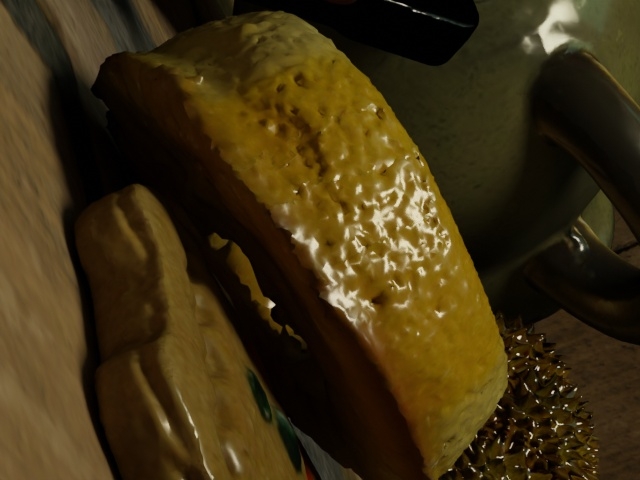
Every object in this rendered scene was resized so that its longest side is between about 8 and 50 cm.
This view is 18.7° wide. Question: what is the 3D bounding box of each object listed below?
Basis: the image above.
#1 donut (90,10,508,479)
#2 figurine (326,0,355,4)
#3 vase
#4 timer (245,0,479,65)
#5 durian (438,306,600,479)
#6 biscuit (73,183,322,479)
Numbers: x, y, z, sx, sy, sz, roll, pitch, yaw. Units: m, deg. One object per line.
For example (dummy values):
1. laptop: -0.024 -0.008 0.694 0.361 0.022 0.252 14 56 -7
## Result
1. donut: 0.000 0.000 0.622 0.162 0.065 0.178 46 -15 33
2. figurine: -0.041 -0.183 0.680 0.161 0.158 0.275 60 2 13
3. vase: 0.107 -0.054 1.128 0.329 0.241 0.302 39 -23 37
4. timer: -0.020 -0.158 0.955 0.187 0.055 0.144 14 42 -31
5. durian: 0.094 0.117 1.087 0.168 0.137 0.158 44 44 -58
6. biscuit: -0.013 0.085 0.578 0.166 0.036 0.225 -108 174 -50
